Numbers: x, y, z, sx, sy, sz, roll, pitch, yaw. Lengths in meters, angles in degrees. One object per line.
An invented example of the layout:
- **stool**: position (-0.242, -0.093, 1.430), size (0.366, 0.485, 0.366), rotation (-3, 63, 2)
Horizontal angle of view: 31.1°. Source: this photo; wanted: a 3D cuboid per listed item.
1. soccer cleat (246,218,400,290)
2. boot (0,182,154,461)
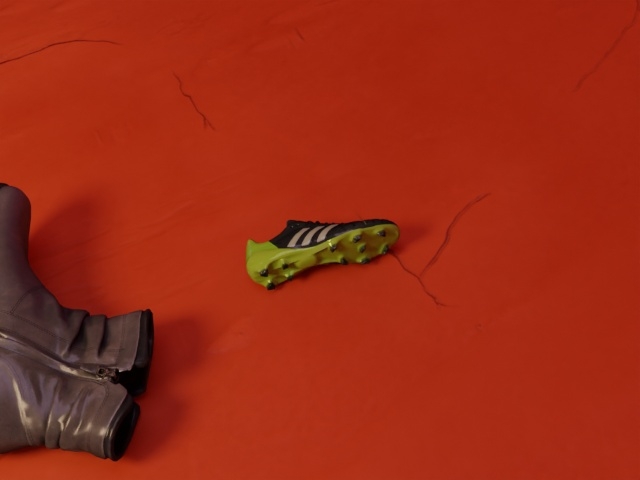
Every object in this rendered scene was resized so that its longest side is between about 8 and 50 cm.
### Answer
- **soccer cleat**: position (0.000, 0.000, 1.304), size (0.179, 0.060, 0.072), rotation (-16, 47, -2)
- **boot**: position (-0.284, 0.086, 1.248), size (0.223, 0.118, 0.338), rotation (-2, 59, 3)
